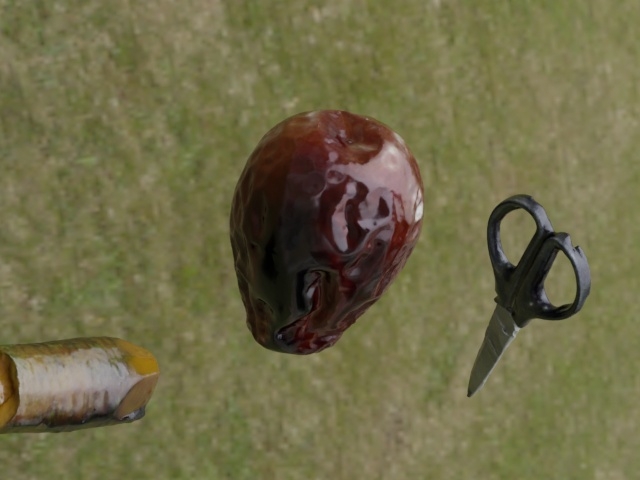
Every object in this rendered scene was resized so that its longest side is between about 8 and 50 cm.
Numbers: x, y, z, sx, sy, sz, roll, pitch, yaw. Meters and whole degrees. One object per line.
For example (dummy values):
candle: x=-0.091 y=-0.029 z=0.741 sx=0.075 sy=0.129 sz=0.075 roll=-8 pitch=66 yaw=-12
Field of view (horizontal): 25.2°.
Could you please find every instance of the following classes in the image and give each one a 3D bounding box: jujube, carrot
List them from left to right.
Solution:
carrot: x=-0.214 y=0.119 z=1.183 sx=0.173 sy=0.082 sz=0.082 roll=0 pitch=84 yaw=-49
jujube: x=0.000 y=0.000 z=1.256 sx=0.168 sy=0.168 sz=0.236 roll=-46 pitch=157 yaw=-55

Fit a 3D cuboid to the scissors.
scissors: x=0.164 y=0.068 z=1.247 sx=0.022 sy=0.109 sz=0.300 roll=-30 pitch=156 yaw=-23
